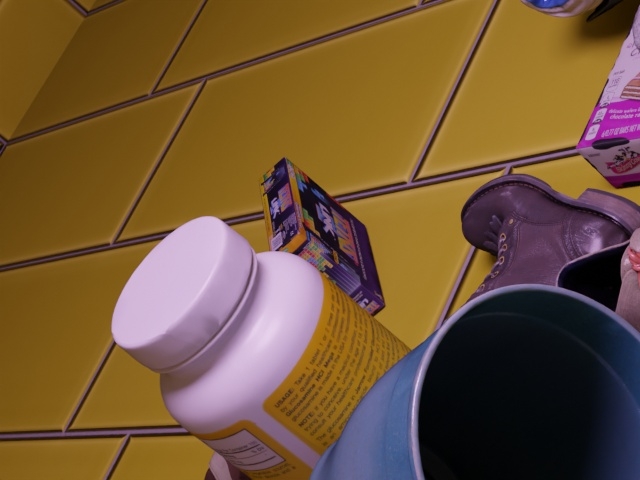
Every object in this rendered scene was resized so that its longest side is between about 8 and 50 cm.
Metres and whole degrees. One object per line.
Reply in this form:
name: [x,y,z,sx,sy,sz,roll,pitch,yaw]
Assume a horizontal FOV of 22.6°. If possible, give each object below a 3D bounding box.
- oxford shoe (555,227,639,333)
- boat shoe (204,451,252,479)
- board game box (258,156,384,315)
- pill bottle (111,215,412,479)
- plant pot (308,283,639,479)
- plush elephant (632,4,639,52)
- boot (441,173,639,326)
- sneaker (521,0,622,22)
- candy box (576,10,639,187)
oxford shoe: [0.300,0.046,1.245,0.348,0.130,0.123,-25,43,66]
boat shoe: [-0.060,0.296,1.594,0.095,0.095,0.257,-62,21,5]
board game box: [0.000,0.000,1.806,0.048,0.141,0.170,-42,29,18]
pill bottle: [-0.023,0.131,1.465,0.188,0.334,0.188,-35,31,24]
plant pot: [0.123,0.205,1.271,0.255,0.272,0.271,-38,26,53]
plush elephant: [0.422,-0.189,1.331,0.272,0.255,0.330,-60,-11,-5]
boot: [0.168,0.042,1.508,0.229,0.091,0.263,-44,25,-25]
sneaker: [0.343,-0.327,1.658,0.236,0.130,0.323,-36,7,-36]
candy box: [0.366,-0.171,1.569,0.159,0.071,0.233,-9,47,52]
